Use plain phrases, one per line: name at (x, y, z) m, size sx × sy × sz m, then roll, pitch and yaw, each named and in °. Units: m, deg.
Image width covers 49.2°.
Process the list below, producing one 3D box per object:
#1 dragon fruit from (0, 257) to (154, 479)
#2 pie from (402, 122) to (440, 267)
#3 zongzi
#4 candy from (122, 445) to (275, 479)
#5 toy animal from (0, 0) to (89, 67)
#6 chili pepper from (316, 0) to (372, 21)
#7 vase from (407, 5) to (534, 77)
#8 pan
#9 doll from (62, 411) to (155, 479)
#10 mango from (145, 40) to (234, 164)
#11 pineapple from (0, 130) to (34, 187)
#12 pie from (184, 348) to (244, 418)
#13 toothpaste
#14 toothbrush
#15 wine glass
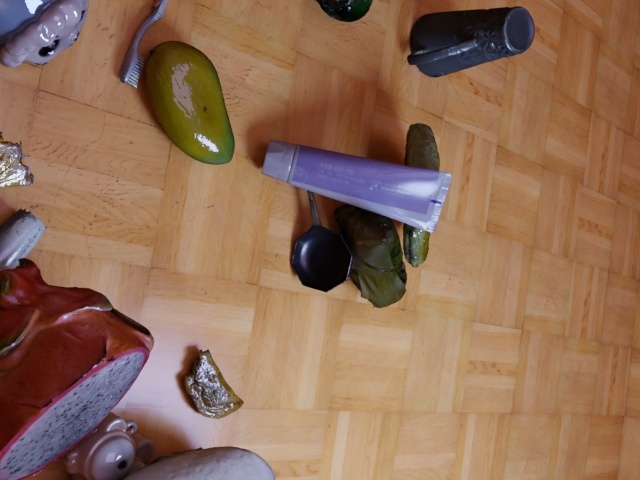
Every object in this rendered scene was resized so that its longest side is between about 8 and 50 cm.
dragon fruit at (-0.417, 0.173, 1.004) m, size 0.226 × 0.305 × 0.305 m, roll 42°, pitch 57°, yaw 9°
pie at (0.219, -0.107, 1.572) m, size 0.323 × 0.070 × 0.323 m, roll 1°, pitch 90°, yaw -86°
zongzi at (0.131, 0.057, 1.484) m, size 0.125 × 0.274 × 0.251 m, roll -22°, pitch 111°, yaw -5°
candy at (-0.245, 0.526, 1.158) m, size 0.427 × 0.186 × 0.386 m, roll 14°, pitch 104°, yaw -48°
toy animal at (-0.436, -0.370, 1.028) m, size 0.204 × 0.156 × 0.208 m, roll 44°, pitch 68°, yaw -30°
chili pepper at (0.059, -0.580, 1.501) m, size 0.148 × 0.116 × 0.264 m, roll 36°, pitch 69°, yaw -49°
vase at (0.343, -0.468, 1.638) m, size 0.251 × 0.301 × 0.156 m, roll -31°, pitch 112°, yaw -27°
pan at (0.016, 0.003, 1.468) m, size 0.048 × 0.128 × 0.202 m, roll -14°, pitch 119°, yaw -73°
doll at (-0.383, 0.419, 1.142) m, size 0.154 × 0.119 × 0.278 m, roll 42°, pitch 71°, yaw -50°
mango at (-0.234, -0.240, 1.257) m, size 0.137 × 0.091 × 0.237 m, roll -26°, pitch 109°, yaw -32°
pineapple at (-0.495, -0.113, 1.043) m, size 0.137 × 0.069 × 0.116 m, roll 47°, pitch 62°, yaw -35°
pie at (-0.210, 0.286, 1.342) m, size 0.092 × 0.034 × 0.170 m, roll -45°, pitch 126°, yaw -33°
toothpaste at (0.070, -0.118, 1.400) m, size 0.371 × 0.080 × 0.125 m, roll 15°, pitch 103°, yaw -1°
toothbrush at (-0.279, -0.443, 1.248) m, size 0.037 × 0.028 × 0.375 m, roll 30°, pitch 73°, yaw -45°
wine glass at (-0.508, 0.056, 1.042) m, size 0.074 × 0.074 × 0.262 m, roll 50°, pitch 60°, yaw -31°
